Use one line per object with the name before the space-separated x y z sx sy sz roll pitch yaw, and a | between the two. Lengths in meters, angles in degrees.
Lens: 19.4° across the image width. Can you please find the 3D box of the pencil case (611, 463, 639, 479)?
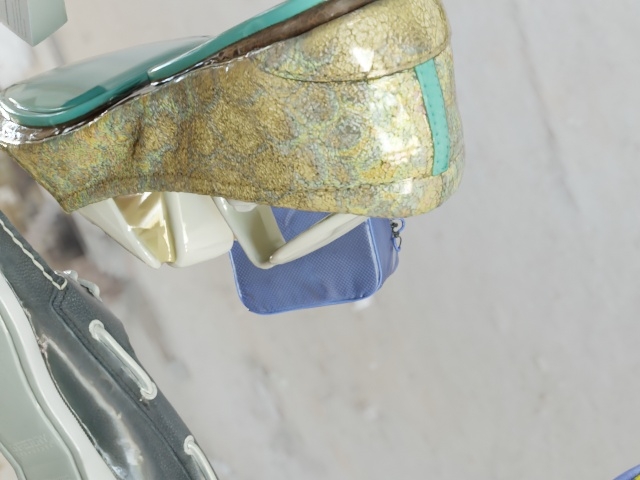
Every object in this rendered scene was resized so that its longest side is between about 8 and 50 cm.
pencil case | 0.246 0.232 0.919 0.119 0.133 0.306 35 -170 -48

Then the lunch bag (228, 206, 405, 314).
lunch bag | 0.000 0.000 1.068 0.065 0.098 0.067 -47 -53 -74

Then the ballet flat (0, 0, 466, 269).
ballet flat | -0.052 -0.041 0.849 0.348 0.123 0.123 -6 110 58

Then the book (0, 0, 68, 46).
book | -0.182 -0.168 0.896 0.144 0.035 0.096 41 156 20

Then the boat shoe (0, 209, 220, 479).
boat shoe | -0.157 0.074 1.095 0.114 0.091 0.302 -6 118 46
